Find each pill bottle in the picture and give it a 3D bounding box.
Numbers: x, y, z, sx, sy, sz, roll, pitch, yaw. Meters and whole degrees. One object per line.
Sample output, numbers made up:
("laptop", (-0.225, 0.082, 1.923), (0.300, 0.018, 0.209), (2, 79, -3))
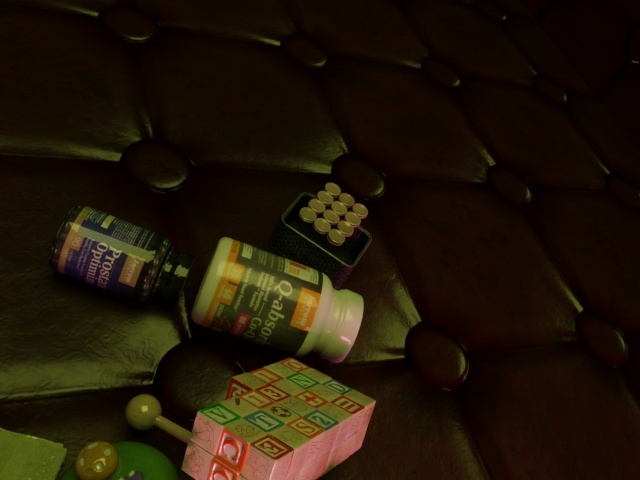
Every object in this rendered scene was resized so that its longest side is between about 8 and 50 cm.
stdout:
("pill bottle", (-0.075, 0.112, 1.119), (0.278, 0.162, 0.162), (21, 45, -10))
("pill bottle", (-0.334, 0.032, 1.080), (0.219, 0.123, 0.123), (22, 45, -9))

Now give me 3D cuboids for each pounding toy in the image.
("pounding toy", (-0.262, 0.314, 0.833), (0.182, 0.110, 0.237), (25, 52, 21))

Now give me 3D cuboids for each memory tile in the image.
("memory tile", (0.029, -0.056, 1.308), (0.113, 0.012, 0.148), (37, 44, 6))

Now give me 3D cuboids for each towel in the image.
("towel", (-0.408, 0.316, 0.833), (0.110, 0.027, 0.148), (21, 26, -14))

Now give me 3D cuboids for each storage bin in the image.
("storage bin", (0.000, 0.000, 1.313), (0.180, 0.084, 0.122), (33, 45, 4))

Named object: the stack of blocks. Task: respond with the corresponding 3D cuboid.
("stack of blocks", (-0.064, 0.268, 0.913), (0.171, 0.087, 0.297), (22, 11, 26))
